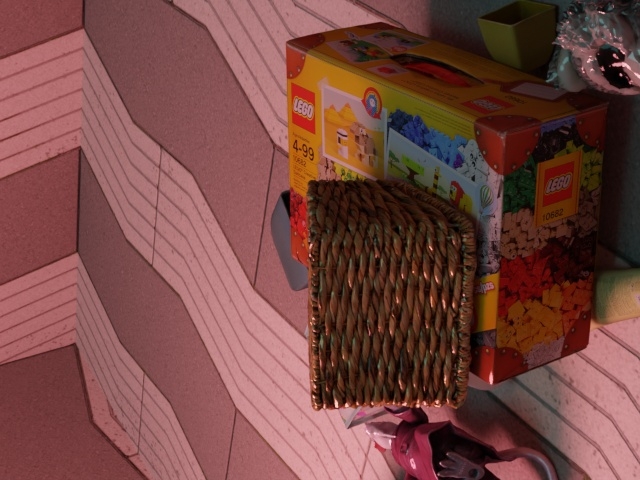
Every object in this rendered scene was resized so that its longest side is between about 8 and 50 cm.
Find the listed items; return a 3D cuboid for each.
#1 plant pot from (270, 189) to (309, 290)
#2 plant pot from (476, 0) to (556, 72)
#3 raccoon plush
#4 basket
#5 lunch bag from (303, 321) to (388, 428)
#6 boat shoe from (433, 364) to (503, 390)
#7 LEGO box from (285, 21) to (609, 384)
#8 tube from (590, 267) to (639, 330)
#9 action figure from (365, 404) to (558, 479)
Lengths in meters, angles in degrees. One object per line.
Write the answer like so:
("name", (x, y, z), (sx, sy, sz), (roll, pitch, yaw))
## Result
("plant pot", (0.000, 0.000, 2.428), (0.234, 0.165, 0.166), (134, 118, -68))
("plant pot", (0.281, -0.282, 1.842), (0.081, 0.081, 0.083), (28, 138, 55))
("raccoon plush", (0.376, -0.388, 1.584), (0.299, 0.216, 0.447), (101, 175, -64))
("basket", (0.091, 0.066, 1.817), (0.213, 0.223, 0.299), (-94, 2, -64))
("lunch bag", (0.088, 0.181, 2.352), (0.223, 0.160, 0.262), (63, 156, 23))
("boat shoe", (0.158, 0.156, 2.111), (0.108, 0.301, 0.102), (-70, 16, -10))
("LEGO box", (0.165, -0.074, 1.908), (0.500, 0.193, 0.373), (30, 129, 49))
("tube", (0.419, 0.071, 1.790), (0.070, 0.062, 0.240), (-64, 16, -16))
("action figure", (0.193, 0.345, 2.187), (0.370, 0.275, 0.248), (-161, 65, -69))
